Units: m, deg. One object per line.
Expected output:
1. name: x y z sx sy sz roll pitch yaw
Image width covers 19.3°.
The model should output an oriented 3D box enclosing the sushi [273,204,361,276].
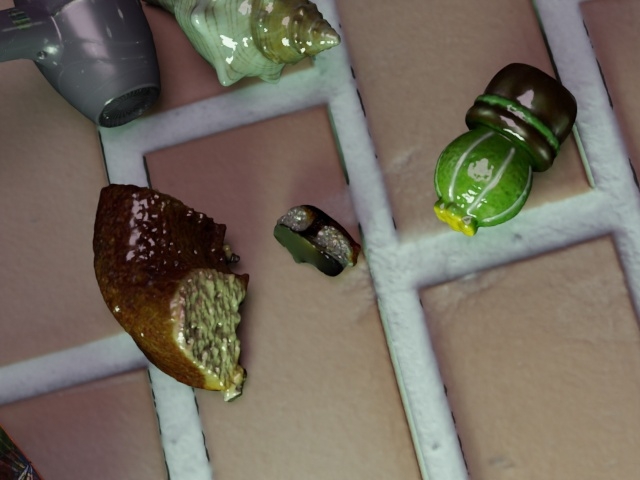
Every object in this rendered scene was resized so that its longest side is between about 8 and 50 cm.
1. sushi: 0.000 0.000 1.763 0.083 0.044 0.046 36 57 21

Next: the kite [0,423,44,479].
1. kite: -0.309 0.242 1.734 0.159 0.010 0.190 3 67 13

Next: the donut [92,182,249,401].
1. donut: -0.146 0.044 1.726 0.144 0.126 0.186 -3 67 18

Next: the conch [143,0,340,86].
1. conch: -0.086 -0.216 1.810 0.234 0.137 0.114 17 55 11

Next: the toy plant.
1. toy plant: 0.164 -0.079 1.728 0.093 0.093 0.162 28 78 21

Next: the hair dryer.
1. hair dryer: -0.338 -0.234 1.774 0.121 0.361 0.301 -45 68 39
